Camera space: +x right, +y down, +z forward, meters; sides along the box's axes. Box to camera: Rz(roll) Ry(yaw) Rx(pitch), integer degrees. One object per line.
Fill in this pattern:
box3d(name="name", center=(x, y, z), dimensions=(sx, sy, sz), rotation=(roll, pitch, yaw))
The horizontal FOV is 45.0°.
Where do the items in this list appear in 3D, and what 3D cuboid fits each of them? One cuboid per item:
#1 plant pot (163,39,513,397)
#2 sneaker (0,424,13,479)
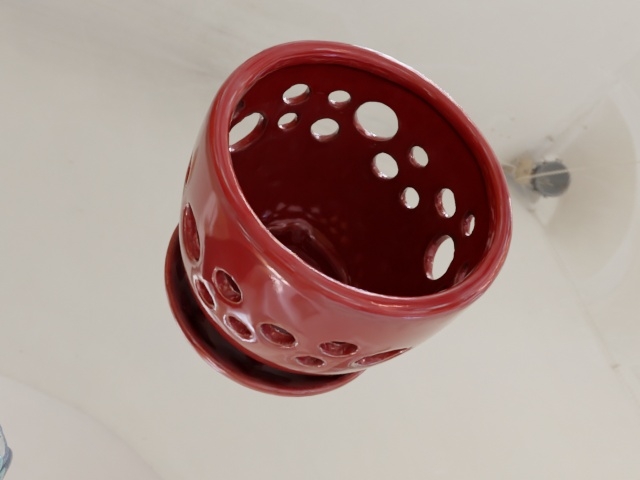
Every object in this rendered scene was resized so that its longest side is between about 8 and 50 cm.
box3d(name="plant pot", center=(0.000, 0.000, 0.496), dimensions=(0.174, 0.191, 0.191), rotation=(123, -37, -51))
box3d(name="sneaker", center=(-0.260, 0.148, 0.520), dimensions=(0.110, 0.122, 0.283), rotation=(-38, -151, 0))
